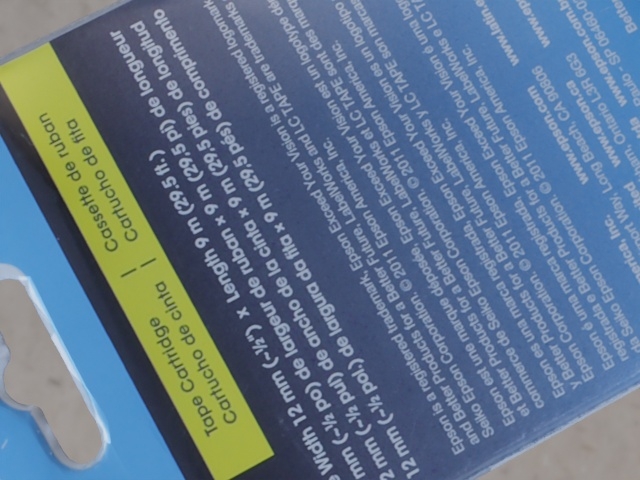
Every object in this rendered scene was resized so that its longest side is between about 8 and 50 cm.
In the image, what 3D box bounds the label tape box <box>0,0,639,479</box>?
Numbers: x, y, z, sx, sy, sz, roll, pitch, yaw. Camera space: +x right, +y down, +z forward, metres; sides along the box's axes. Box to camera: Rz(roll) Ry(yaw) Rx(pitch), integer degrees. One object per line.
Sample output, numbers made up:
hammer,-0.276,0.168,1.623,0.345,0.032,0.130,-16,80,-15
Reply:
label tape box,0.000,0.000,0.762,0.249,0.348,0.115,61,172,8
